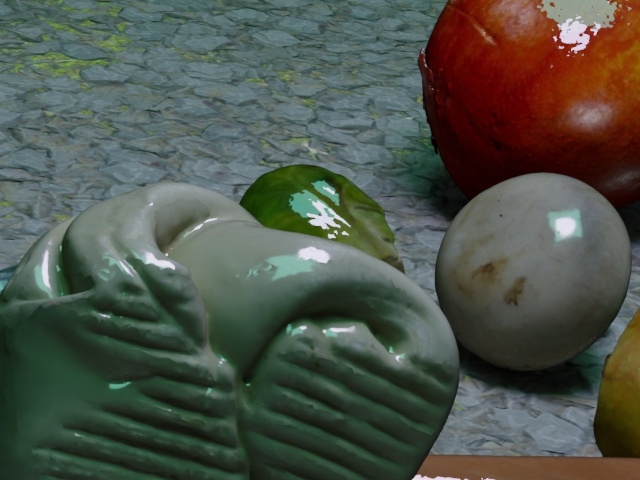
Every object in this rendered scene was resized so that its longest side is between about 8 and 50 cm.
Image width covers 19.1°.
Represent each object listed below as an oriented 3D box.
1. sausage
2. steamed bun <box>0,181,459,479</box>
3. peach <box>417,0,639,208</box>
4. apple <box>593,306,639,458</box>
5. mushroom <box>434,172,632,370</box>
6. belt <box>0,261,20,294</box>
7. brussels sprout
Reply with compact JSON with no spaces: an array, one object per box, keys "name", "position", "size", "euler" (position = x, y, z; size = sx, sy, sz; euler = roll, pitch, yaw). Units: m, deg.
[{"name":"sausage","position":[0.166,0.232,1.526],"size":[0.304,0.121,0.121],"euler":[3,25,-14]},{"name":"steamed bun","position":[-0.112,0.146,1.387],"size":[0.342,0.368,0.255],"euler":[19,3,-25]},{"name":"peach","position":[0.285,-0.182,2.238],"size":[0.370,0.370,0.370],"euler":[6,25,-3]},{"name":"apple","position":[0.380,0.144,1.762],"size":[0.179,0.254,0.346],"euler":[-30,-4,33]},{"name":"mushroom","position":[0.228,0.042,1.925],"size":[0.207,0.207,0.215],"euler":[30,-3,39]},{"name":"belt","position":[-0.230,0.129,1.607],"size":[0.257,0.150,0.207],"euler":[8,34,4]},{"name":"brussels sprout","position":[-0.004,0.004,1.950],"size":[0.180,0.144,0.161],"euler":[41,7,38]}]
